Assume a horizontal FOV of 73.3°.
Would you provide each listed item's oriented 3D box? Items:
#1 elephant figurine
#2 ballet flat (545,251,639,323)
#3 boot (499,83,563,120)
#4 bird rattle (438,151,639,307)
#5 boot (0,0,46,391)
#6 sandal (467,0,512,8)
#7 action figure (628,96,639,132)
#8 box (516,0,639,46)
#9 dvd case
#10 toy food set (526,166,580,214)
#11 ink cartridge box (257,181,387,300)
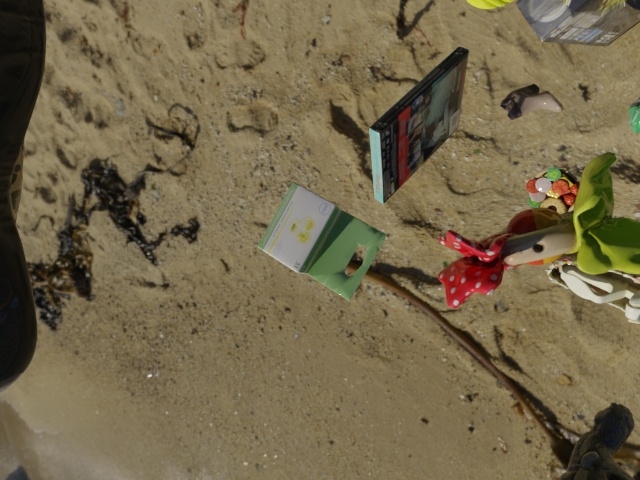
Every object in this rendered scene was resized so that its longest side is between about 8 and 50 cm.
[{"bbox_3d":[0.306,0.330,0.484,0.239,0.169,0.186,-24,83,6],"label":"elephant figurine"},{"bbox_3d":[0.444,0.079,0.627,0.241,0.077,0.091,31,140,55],"label":"ballet flat"},{"bbox_3d":[0.458,-0.295,0.948,0.087,0.042,0.118,-33,46,10],"label":"boot"},{"bbox_3d":[0.283,0.009,0.569,0.253,0.207,0.143,-28,83,26],"label":"bird rattle"},{"bbox_3d":[-0.309,-0.097,0.312,0.284,0.138,0.377,30,121,38],"label":"boot"},{"bbox_3d":[0.485,-0.695,1.021,0.317,0.126,0.138,-28,48,47],"label":"sandal"},{"bbox_3d":[0.377,-0.123,0.415,0.137,0.232,0.063,49,142,46],"label":"action figure"},{"bbox_3d":[0.567,-0.486,0.734,0.318,0.395,0.097,-36,78,48],"label":"box"},{"bbox_3d":[0.086,-0.098,0.373,0.013,0.119,0.087,36,160,29],"label":"dvd case"},{"bbox_3d":[0.390,-0.080,0.720,0.082,0.020,0.083,49,135,15],"label":"toy food set"},{"bbox_3d":[0.000,0.000,0.935,0.235,0.056,0.171,31,94,23],"label":"ink cartridge box"}]
